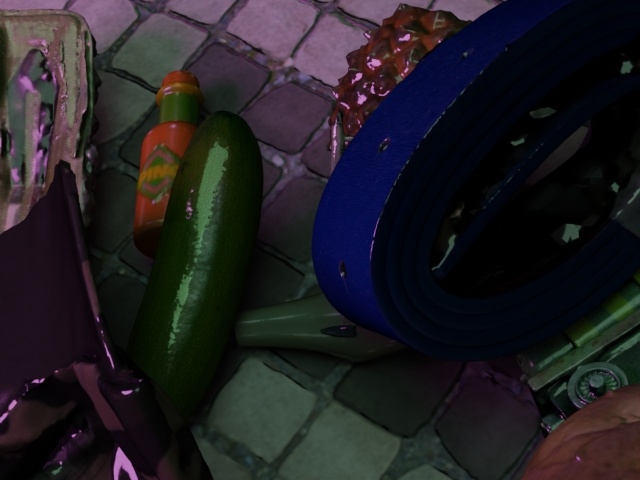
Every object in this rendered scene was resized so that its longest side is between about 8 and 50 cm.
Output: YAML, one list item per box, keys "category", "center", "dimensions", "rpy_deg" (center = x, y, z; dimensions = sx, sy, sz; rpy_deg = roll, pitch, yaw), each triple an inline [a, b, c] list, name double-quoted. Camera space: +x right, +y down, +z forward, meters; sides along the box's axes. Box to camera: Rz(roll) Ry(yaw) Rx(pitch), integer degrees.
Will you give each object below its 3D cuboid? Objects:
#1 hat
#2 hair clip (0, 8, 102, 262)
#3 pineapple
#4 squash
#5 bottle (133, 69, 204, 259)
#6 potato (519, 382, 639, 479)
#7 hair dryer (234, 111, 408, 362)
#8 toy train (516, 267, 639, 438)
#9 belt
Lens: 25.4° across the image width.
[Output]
- category: "hat"
  center: [-0.192, 0.150, 1.090]
  dimensions: [0.366, 0.257, 0.381]
  rpy_deg: [-35, 28, 29]
- category: "hair clip"
  center: [-0.265, -0.057, 1.299]
  dimensions: [0.138, 0.091, 0.321]
  rpy_deg: [0, 70, 4]
- category: "pineapple"
  center: [0.076, -0.097, 1.200]
  dimensions: [0.166, 0.166, 0.193]
  rpy_deg: [32, 87, 28]
- category: "squash"
  center: [-0.104, 0.036, 1.174]
  dimensions: [0.082, 0.082, 0.292]
  rpy_deg: [13, 83, 20]
- category: "bottle"
  center: [-0.131, -0.073, 1.287]
  dimensions: [0.069, 0.069, 0.187]
  rpy_deg: [-7, 56, 9]
- category: "potato"
  center: [0.273, 0.210, 0.917]
  dimensions: [0.289, 0.301, 0.237]
  rpy_deg: [26, 45, -8]
- category: "hair dryer"
  center: [-0.014, 0.013, 1.163]
  dimensions: [0.167, 0.067, 0.199]
  rpy_deg: [-20, 97, 21]
- category: "toy train"
  center: [0.243, 0.080, 1.100]
  dimensions: [0.200, 0.083, 0.132]
  rpy_deg: [-30, 46, -6]
- category: "belt"
  center: [0.157, -0.054, 1.084]
  dimensions: [0.347, 0.212, 0.117]
  rpy_deg: [-43, 20, -14]
